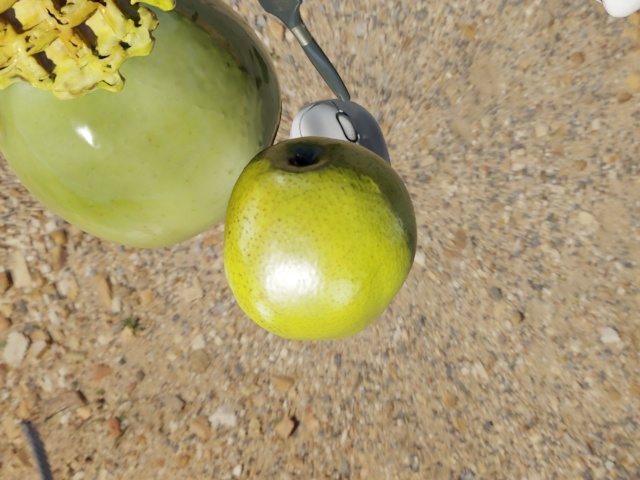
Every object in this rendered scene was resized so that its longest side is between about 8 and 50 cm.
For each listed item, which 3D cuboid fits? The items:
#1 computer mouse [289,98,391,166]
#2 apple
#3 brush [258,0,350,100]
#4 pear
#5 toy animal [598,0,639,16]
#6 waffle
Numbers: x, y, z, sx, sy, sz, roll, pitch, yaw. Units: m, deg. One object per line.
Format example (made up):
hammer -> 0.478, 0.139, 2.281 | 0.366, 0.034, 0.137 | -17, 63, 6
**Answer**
computer mouse -> 0.046, -0.099, 1.652 | 0.184, 0.121, 0.297 | -7, 95, -29
apple -> -0.232, -0.167, 1.211 | 0.357, 0.357, 0.358 | 0, 94, 2
brush -> -0.028, -0.201, 0.844 | 0.016, 0.063, 0.193 | -43, 115, -21
pear -> 0.000, 0.001, 0.894 | 0.198, 0.198, 0.198 | 0, 94, 2
toy animal -> 0.523, -0.557, 1.782 | 0.193, 0.258, 0.358 | -16, 67, 10
waffle -> -0.212, -0.214, 0.645 | 0.245, 0.052, 0.254 | 4, 118, -20
